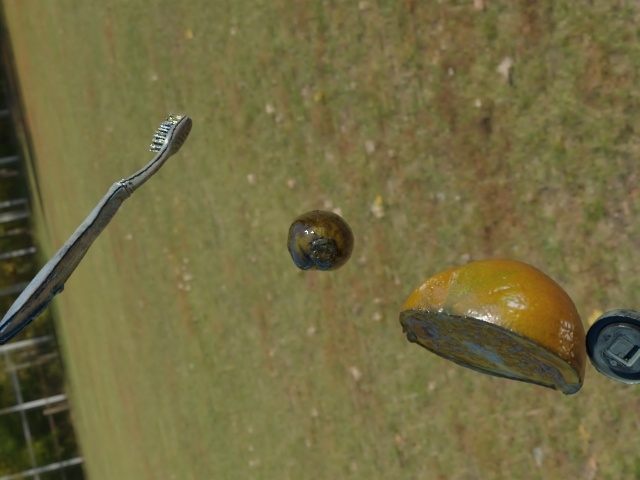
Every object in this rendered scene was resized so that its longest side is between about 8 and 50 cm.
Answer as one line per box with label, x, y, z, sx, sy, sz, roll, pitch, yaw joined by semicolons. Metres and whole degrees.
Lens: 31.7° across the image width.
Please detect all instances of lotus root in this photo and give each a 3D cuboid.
lotus root;0.000;0.000;2.000;0.209;0.120;0.120;-130;29;-83

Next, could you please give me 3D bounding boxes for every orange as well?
orange;0.288;0.150;1.841;0.310;0.274;0.274;-123;25;-56

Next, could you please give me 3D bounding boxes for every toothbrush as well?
toothbrush;-0.268;-0.025;1.368;0.413;0.042;0.035;-58;-29;-38

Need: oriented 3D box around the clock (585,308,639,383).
clock;0.314;0.109;1.158;0.017;0.085;0.085;-47;-36;-50
